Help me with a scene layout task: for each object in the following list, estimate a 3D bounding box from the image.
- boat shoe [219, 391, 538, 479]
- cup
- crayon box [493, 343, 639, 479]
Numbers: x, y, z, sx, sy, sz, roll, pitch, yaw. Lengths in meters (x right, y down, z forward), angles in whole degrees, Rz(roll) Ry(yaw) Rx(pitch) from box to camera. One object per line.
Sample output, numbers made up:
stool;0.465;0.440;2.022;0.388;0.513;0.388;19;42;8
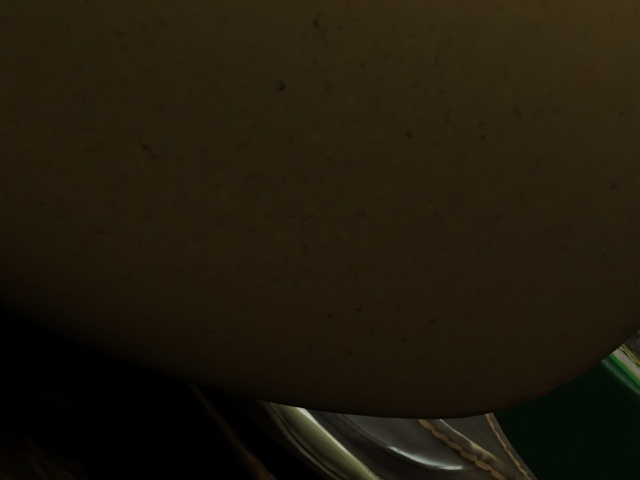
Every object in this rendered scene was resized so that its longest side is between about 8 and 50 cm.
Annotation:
boat shoe;0.000;0.000;0.817;0.132;0.130;0.355;35;10;-46
cup;-0.054;-0.100;0.580;0.237;0.331;0.331;-1;36;-40
crayon box;0.139;0.082;1.207;0.313;0.106;0.363;38;8;-34
